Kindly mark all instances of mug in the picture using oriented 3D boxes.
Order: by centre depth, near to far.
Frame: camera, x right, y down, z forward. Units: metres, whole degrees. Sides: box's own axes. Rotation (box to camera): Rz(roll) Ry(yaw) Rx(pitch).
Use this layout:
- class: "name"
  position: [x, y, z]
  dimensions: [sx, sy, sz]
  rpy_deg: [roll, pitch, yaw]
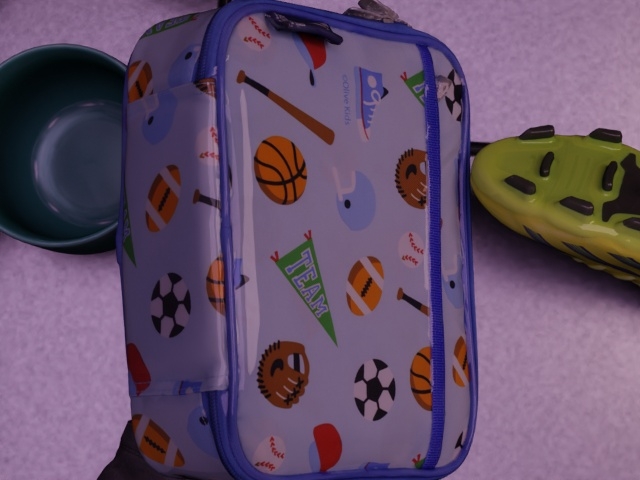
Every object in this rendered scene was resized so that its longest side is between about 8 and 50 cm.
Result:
- class: "mug"
  position: [-0.169, -0.056, 0.930]
  dimensions: [0.158, 0.097, 0.129]
  rpy_deg: [6, 86, 8]

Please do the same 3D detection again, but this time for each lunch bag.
- class: "lunch bag"
  position: [0.000, 0.000, 0.876]
  dimensions: [0.243, 0.115, 0.303]
  rpy_deg: [7, 81, -42]

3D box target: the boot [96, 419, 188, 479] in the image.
- class: "boot"
  position: [-0.039, 0.273, 0.887]
  dimensions: [0.338, 0.118, 0.222]
  rpy_deg: [40, 78, 0]

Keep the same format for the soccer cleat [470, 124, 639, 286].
- class: "soccer cleat"
  position: [0.230, 0.010, 0.919]
  dimensions: [0.289, 0.121, 0.093]
  rpy_deg: [14, 48, -1]
